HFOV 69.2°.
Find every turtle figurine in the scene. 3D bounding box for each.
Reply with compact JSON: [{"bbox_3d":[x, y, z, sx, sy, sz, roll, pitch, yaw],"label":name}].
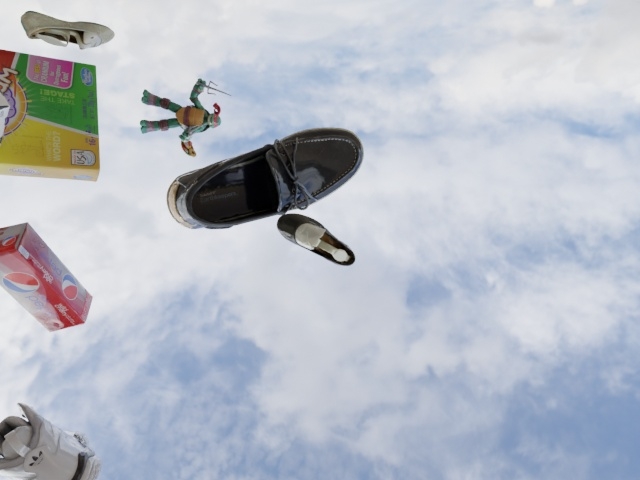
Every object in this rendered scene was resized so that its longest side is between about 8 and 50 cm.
[{"bbox_3d":[-0.358,-0.336,1.251,0.234,0.118,0.175,4,-105,-1],"label":"turtle figurine"}]

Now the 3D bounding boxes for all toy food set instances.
[{"bbox_3d":[-0.556,-0.391,1.945,0.020,0.083,0.083,-20,-109,22],"label":"toy food set"}]

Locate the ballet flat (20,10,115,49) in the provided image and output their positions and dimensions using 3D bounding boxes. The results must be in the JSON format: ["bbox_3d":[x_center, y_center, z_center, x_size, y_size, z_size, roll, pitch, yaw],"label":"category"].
[{"bbox_3d":[-0.480,-0.393,0.894,0.168,0.057,0.052,-10,-101,-44],"label":"ballet flat"}]

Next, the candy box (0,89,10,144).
[{"bbox_3d":[-0.605,-0.178,0.712,0.196,0.070,0.165,-33,-173,-40],"label":"candy box"}]

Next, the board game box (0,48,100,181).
[{"bbox_3d":[-0.602,-0.244,0.887,0.317,0.064,0.242,-1,-105,-32],"label":"board game box"}]

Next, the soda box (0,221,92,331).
[{"bbox_3d":[-0.603,0.086,0.993,0.092,0.263,0.083,-13,-134,0],"label":"soda box"}]

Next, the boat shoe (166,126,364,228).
[{"bbox_3d":[-0.102,-0.142,1.085,0.501,0.186,0.156,-20,-163,-21],"label":"boat shoe"}]

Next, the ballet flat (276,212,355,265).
[{"bbox_3d":[0.000,0.000,1.398,0.095,0.281,0.096,-61,-153,4],"label":"ballet flat"}]

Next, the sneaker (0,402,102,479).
[{"bbox_3d":[-0.633,0.455,1.034,0.366,0.210,0.137,-10,-144,50],"label":"sneaker"}]
